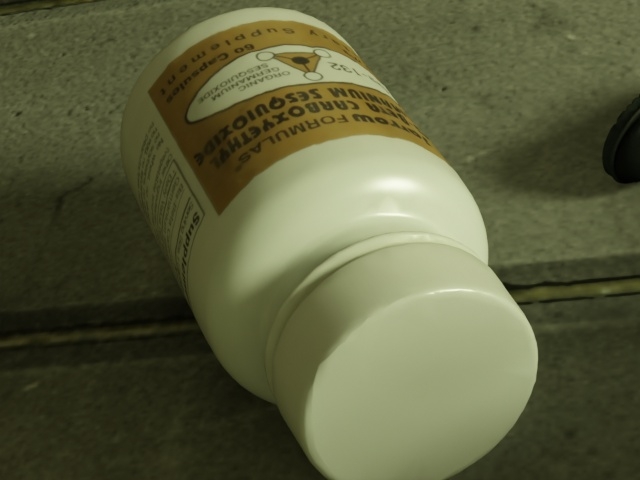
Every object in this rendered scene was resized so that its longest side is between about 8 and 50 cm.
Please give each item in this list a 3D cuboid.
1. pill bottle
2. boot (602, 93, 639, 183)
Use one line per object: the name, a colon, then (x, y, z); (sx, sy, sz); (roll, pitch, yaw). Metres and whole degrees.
pill bottle: (0.000, 0.000, 0.703); (0.131, 0.131, 0.229); (-24, 39, -7)
boot: (0.209, -0.047, 0.751); (0.121, 0.045, 0.099); (-30, 43, -16)
